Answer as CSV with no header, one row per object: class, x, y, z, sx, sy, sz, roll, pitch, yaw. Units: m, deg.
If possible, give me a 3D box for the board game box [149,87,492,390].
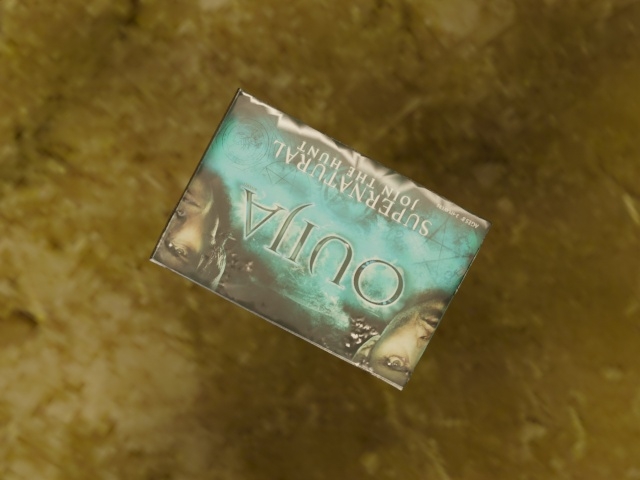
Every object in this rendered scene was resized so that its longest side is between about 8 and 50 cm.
board game box,0.000,0.000,1.262,0.186,0.026,0.126,27,92,-7
